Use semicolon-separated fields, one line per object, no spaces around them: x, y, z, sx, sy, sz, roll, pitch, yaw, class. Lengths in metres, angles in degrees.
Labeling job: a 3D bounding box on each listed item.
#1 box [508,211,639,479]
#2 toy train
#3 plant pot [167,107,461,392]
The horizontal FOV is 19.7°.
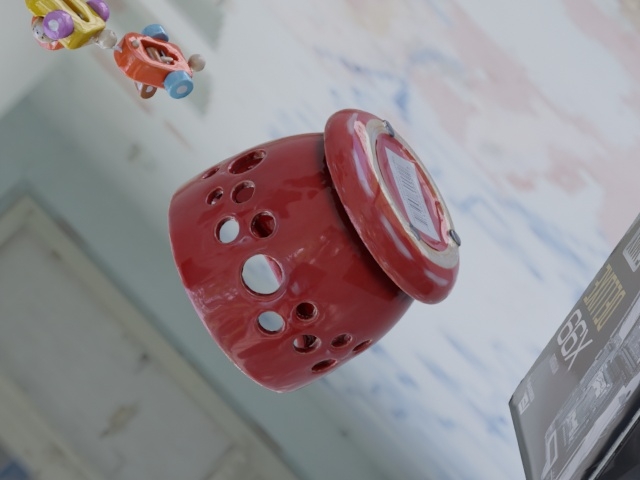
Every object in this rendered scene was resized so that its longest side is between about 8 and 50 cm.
0.235;0.080;1.275;0.242;0.076;0.307;-56;6;12;box
-0.157;-0.155;1.259;0.125;0.166;0.046;6;-47;-47;toy train
0.000;0.000;1.450;0.174;0.191;0.191;-30;6;22;plant pot
